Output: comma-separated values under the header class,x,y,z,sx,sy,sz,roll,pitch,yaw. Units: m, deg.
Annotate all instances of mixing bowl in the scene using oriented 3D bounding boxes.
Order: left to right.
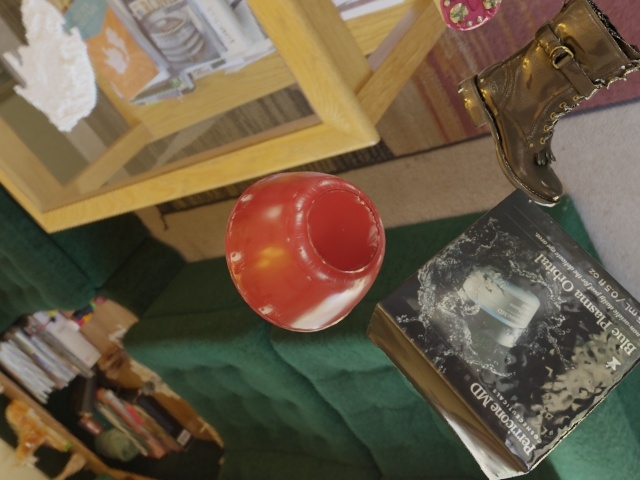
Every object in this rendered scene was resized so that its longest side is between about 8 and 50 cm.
class,x,y,z,sx,sy,sz,roll,pitch,yaw
mixing bowl,0.000,0.000,0.679,0.181,0.181,0.098,43,151,-12

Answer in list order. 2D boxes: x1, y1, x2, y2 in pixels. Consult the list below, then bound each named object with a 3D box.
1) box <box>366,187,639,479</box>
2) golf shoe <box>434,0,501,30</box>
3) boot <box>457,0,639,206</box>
class,x,y,z,sx,sy,sz,roll,pitch,yaw
box,0.146,0.073,0.506,0.156,0.158,0.093,48,164,16
golf shoe,0.176,-0.446,0.865,0.115,0.140,0.306,-13,129,-6
boot,0.347,-0.194,0.916,0.229,0.091,0.263,-30,104,34
